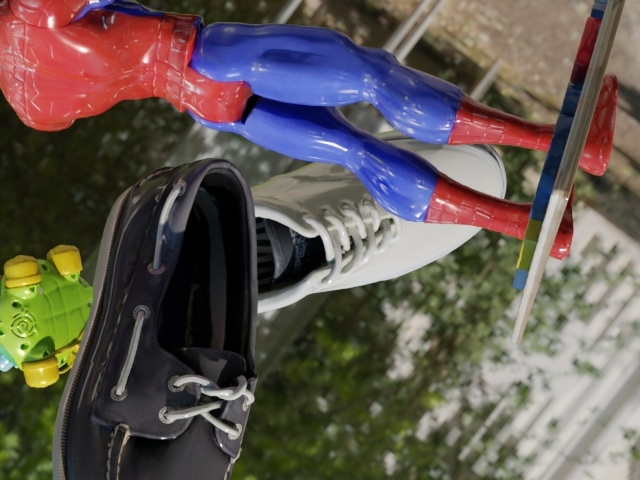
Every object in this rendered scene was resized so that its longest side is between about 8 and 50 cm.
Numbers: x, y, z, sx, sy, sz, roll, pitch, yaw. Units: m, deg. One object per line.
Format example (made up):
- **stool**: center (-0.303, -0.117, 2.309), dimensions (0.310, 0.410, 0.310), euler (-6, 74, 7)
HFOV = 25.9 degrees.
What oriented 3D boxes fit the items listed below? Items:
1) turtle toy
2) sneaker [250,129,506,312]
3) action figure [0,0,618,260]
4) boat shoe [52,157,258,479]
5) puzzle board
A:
- **turtle toy**: center (-0.204, 0.053, 1.020), dimensions (0.066, 0.095, 0.130), euler (-7, -174, 27)
- **sneaker**: center (0.000, 0.000, 0.842), dimensions (0.091, 0.258, 0.094), euler (-135, 29, -70)
- **action figure**: center (-0.023, -0.089, 0.582), dimensions (0.280, 0.091, 0.139), euler (13, -133, -1)
- **boat shoe**: center (-0.062, 0.058, 0.585), dimensions (0.075, 0.206, 0.065), euler (20, 148, -34)
- **puzzle board**: center (0.084, -0.041, 0.463), dimensions (0.011, 0.128, 0.096), euler (17, 151, 8)
